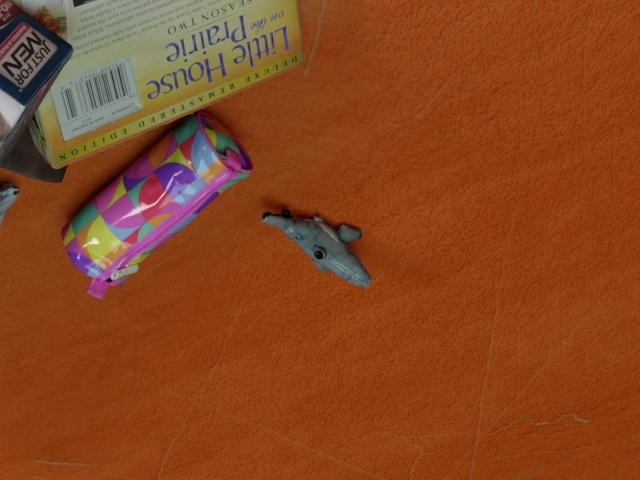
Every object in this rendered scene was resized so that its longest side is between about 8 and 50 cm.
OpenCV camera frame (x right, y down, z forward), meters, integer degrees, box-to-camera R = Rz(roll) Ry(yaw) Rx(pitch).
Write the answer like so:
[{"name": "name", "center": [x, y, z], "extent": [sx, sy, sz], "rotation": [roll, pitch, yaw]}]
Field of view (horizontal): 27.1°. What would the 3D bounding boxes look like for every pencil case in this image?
[{"name": "pencil case", "center": [-0.187, -0.042, 1.513], "extent": [0.236, 0.104, 0.104], "rotation": [-42, 126, 16]}]

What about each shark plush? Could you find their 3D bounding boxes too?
[{"name": "shark plush", "center": [0.000, 0.000, 1.616], "extent": [0.073, 0.067, 0.161], "rotation": [-36, 128, 13]}]

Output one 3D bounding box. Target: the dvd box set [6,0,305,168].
[{"name": "dvd box set", "center": [-0.176, -0.305, 1.276], "extent": [0.307, 0.062, 0.420], "rotation": [-26, 132, -21]}]

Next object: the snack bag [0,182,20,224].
[{"name": "snack bag", "center": [-0.477, 0.109, 1.437], "extent": [0.037, 0.323, 0.342], "rotation": [36, 116, 3]}]

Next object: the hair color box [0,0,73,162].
[{"name": "hair color box", "center": [-0.420, -0.199, 1.212], "extent": [0.347, 0.105, 0.174], "rotation": [35, 133, -9]}]

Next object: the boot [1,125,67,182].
[{"name": "boot", "center": [-0.330, -0.171, 1.375], "extent": [0.248, 0.090, 0.207], "rotation": [21, 117, -32]}]
